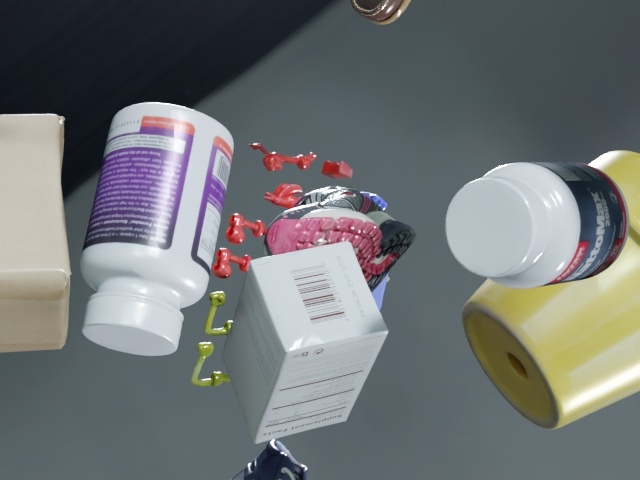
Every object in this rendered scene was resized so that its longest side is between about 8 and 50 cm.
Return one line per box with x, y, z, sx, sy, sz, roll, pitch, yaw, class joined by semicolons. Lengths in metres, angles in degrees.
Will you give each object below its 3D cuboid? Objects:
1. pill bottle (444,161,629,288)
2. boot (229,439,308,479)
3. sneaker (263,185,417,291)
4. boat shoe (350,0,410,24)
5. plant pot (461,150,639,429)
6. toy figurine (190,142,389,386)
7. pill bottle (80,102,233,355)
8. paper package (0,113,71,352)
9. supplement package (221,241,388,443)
0.183;-0.013;1.287;0.180;0.108;0.108;-5;57;-57;pill bottle
-0.045;0.274;1.575;0.069;0.086;0.190;40;0;-27;boot
0.000;0.000;1.583;0.112;0.121;0.299;40;10;14;sneaker
0.060;-0.305;1.383;0.073;0.207;0.073;12;3;30;boat shoe
0.292;0.071;1.615;0.254;0.239;0.254;50;-16;20;plant pot
-0.002;0.050;1.930;0.191;0.362;0.217;24;-15;-34;toy figurine
-0.140;-0.007;1.258;0.108;0.108;0.193;39;54;-51;pill bottle
-0.486;-0.009;1.927;0.168;0.325;0.309;102;-18;-45;paper package
-0.019;0.099;1.436;0.179;0.105;0.105;111;-38;-54;supplement package
